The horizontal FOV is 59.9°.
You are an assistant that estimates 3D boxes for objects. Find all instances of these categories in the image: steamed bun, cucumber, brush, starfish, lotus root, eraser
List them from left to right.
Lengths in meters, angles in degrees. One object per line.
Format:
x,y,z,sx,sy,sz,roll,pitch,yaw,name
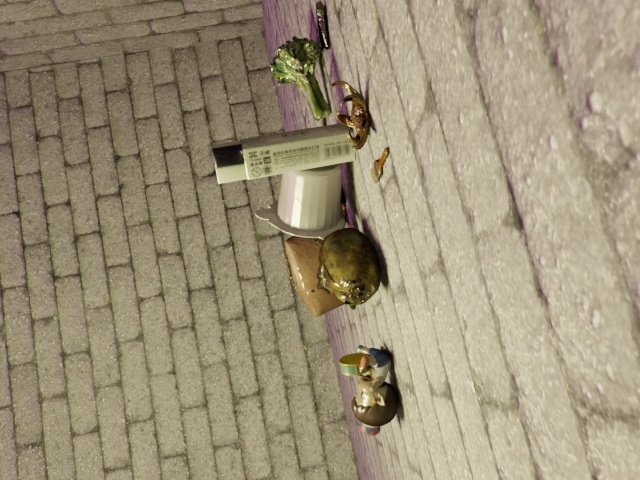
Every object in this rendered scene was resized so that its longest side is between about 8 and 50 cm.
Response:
-0.106,-0.253,1.607,0.096,0.403,0.098,-113,15,-58,eraser
0.005,-0.635,1.646,0.034,0.033,0.135,-105,7,-55,cucumber
0.020,0.101,1.827,0.199,0.251,0.302,-116,6,-64,steamed bun
0.089,0.071,1.604,0.152,0.160,0.275,54,-169,-35,lotus root
0.081,-0.304,1.359,0.146,0.074,0.190,84,172,-48,starfish
0.141,-0.181,1.313,0.170,0.014,0.043,107,149,-76,brush

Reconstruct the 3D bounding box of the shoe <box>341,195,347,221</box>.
0.043,-0.075,2.007,0.291,0.114,0.137,90,163,-44,shoe

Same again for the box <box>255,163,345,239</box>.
-0.053,-0.160,1.746,0.262,0.290,0.207,-82,-1,-61,box

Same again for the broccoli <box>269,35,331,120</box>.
-0.031,-0.559,1.856,0.275,0.177,0.199,49,129,12,broccoli

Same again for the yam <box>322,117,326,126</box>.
0.014,-0.439,2.010,0.014,0.014,0.107,-109,10,-52,yam

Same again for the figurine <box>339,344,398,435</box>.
0.153,0.463,1.688,0.161,0.158,0.276,-65,-35,-85,figurine

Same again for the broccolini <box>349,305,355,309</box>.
0.106,0.218,2.128,0.091,0.068,0.203,37,151,35,broccolini
